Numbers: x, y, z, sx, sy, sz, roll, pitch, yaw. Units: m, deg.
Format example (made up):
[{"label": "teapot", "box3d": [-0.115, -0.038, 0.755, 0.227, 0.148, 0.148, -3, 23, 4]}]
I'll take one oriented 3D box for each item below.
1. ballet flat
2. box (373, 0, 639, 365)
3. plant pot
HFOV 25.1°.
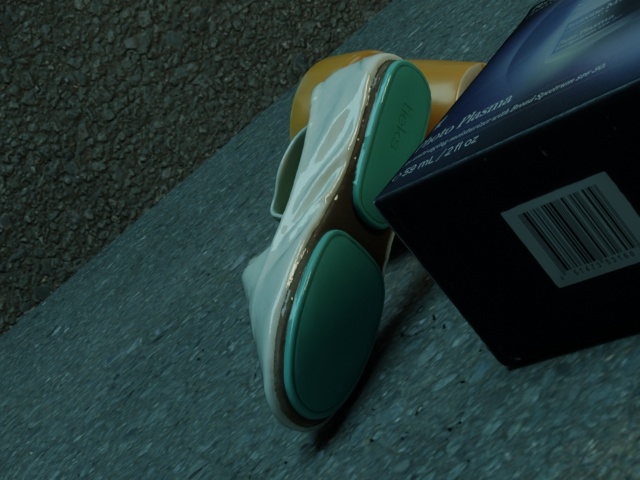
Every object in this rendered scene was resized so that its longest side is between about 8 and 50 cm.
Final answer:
[{"label": "ballet flat", "box3d": [0.000, 0.000, 1.357, 0.139, 0.139, 0.400, -23, 43, 52]}, {"label": "box", "box3d": [0.245, -0.092, 1.069, 0.296, 0.183, 0.294, -24, 20, 49]}, {"label": "plant pot", "box3d": [0.103, -0.111, 1.530, 0.188, 0.205, 0.205, -7, 32, 38]}]
